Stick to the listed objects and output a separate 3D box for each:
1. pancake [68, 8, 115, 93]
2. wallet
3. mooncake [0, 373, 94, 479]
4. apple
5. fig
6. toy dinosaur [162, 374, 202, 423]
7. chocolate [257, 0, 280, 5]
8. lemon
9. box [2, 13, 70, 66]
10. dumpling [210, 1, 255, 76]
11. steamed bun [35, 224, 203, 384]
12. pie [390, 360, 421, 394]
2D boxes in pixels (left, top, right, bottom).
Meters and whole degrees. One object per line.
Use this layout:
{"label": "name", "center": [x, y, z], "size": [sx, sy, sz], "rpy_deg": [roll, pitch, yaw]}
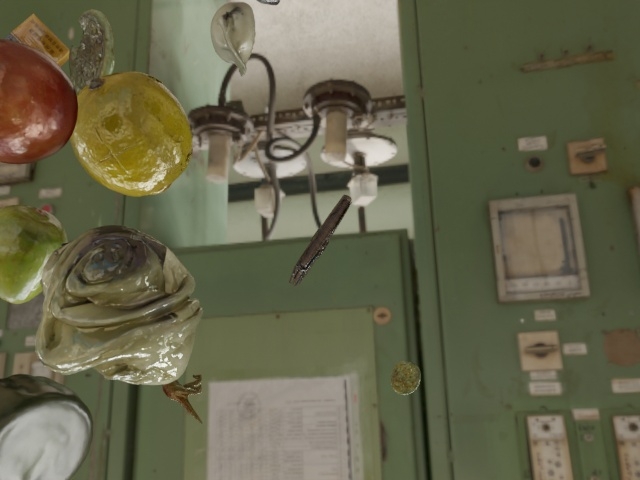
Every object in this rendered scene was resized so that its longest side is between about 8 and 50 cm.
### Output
{"label": "pancake", "center": [-0.623, -0.499, 1.583], "size": [0.037, 0.253, 0.254], "rpy_deg": [-2, 168, -44]}
{"label": "wallet", "center": [0.000, 0.000, 1.407], "size": [0.042, 0.230, 0.124], "rpy_deg": [31, 153, 1]}
{"label": "mooncake", "center": [-0.719, 0.478, 1.367], "size": [0.187, 0.351, 0.351], "rpy_deg": [15, 173, 31]}
{"label": "apple", "center": [-0.552, -0.245, 1.044], "size": [0.218, 0.218, 0.201], "rpy_deg": [-7, 167, 16]}
{"label": "fig", "center": [-0.965, 0.047, 1.895], "size": [0.258, 0.326, 0.258], "rpy_deg": [19, -164, -6]}
{"label": "toy dinosaur", "center": [-0.338, 0.361, 1.363], "size": [0.126, 0.162, 0.039], "rpy_deg": [-4, 132, -7]}
{"label": "chocolate", "center": [-0.174, -0.684, 1.564], "size": [0.167, 0.072, 0.072], "rpy_deg": [34, 172, 17]}
{"label": "lemon", "center": [-0.451, -0.255, 1.411], "size": [0.297, 0.297, 0.297], "rpy_deg": [-2, 163, 0]}
{"label": "box", "center": [-0.917, -0.563, 1.817], "size": [0.152, 0.237, 0.070], "rpy_deg": [47, 170, -13]}
{"label": "dumpling", "center": [-0.185, -0.429, 1.248], "size": [0.092, 0.150, 0.176], "rpy_deg": [-10, -156, -22]}
{"label": "steamed bun", "center": [-0.418, 0.108, 1.197], "size": [0.346, 0.394, 0.237], "rpy_deg": [-39, 160, -52]}
{"label": "pie", "center": [0.206, 0.332, 1.408], "size": [0.084, 0.084, 0.021], "rpy_deg": [-14, 153, 34]}
